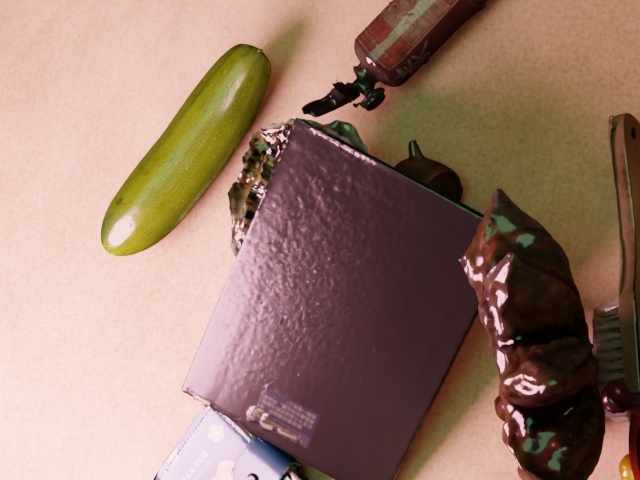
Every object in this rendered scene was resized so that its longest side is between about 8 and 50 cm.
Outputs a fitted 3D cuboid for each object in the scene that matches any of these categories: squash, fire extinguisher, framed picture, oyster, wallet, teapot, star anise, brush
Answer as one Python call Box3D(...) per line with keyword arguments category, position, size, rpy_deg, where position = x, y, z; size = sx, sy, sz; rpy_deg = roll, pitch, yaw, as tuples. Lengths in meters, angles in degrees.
Box3D(category="squash", position=(-0.149, -0.099, 1.913), size=(0.082, 0.082, 0.292), rpy_deg=(41, 98, 27))
Box3D(category="fire extinguisher", position=(0.078, -0.224, 1.807), size=(0.252, 0.106, 0.075), rpy_deg=(-44, 53, 13))
Box3D(category="framed picture", position=(0.021, 0.077, 1.736), size=(0.255, 0.014, 0.338), rpy_deg=(28, 111, 12))
Box3D(category="oyster", position=(0.000, 0.000, 1.794), size=(0.198, 0.112, 0.267), rpy_deg=(-6, 91, 28))
Box3D(category="wallet", position=(-0.078, 0.281, 1.816), size=(0.202, 0.059, 0.141), rpy_deg=(42, 106, 29))
Box3D(category="teapot", position=(0.100, -0.047, 1.785), size=(0.068, 0.076, 0.121), rpy_deg=(30, 124, 39))
Box3D(category="star anise", position=(0.203, 0.102, 1.582), size=(0.108, 0.315, 0.315), rpy_deg=(-17, 72, 5))
Box3D(category="brush", position=(0.300, 0.034, 1.673), size=(0.065, 0.070, 0.327), rpy_deg=(-11, 74, 35))

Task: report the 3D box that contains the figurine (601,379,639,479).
Box3D(category="figurine", position=(0.419, 0.193, 1.502), size=(0.323, 0.196, 0.320), rpy_deg=(23, 101, 22))
